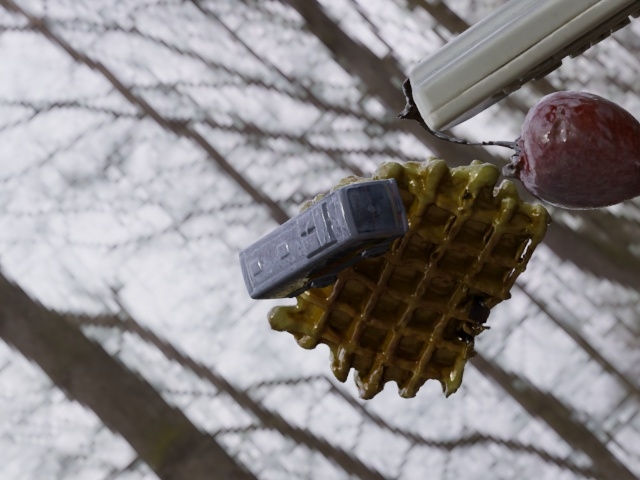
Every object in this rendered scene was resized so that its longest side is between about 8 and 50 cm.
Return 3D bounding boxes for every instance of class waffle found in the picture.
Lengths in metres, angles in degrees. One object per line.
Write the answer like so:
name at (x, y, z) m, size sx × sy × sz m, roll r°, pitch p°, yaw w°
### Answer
waffle at (0.094, 0.039, 1.861) m, size 0.309 × 0.065 × 0.283 m, roll -17°, pitch -60°, yaw 19°

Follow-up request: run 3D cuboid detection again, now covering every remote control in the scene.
remote control at (0.152, -0.140, 1.099) m, size 0.230 × 0.049 × 0.090 m, roll -32°, pitch -4°, yaw 31°

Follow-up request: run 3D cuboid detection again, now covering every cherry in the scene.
cherry at (0.164, -0.085, 1.490) m, size 0.107 × 0.225 × 0.090 m, roll 65°, pitch -136°, yaw -73°

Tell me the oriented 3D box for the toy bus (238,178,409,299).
toy bus at (0.000, 0.000, 1.725) m, size 0.075 × 0.064 × 0.190 m, roll -3°, pitch -18°, yaw -36°
